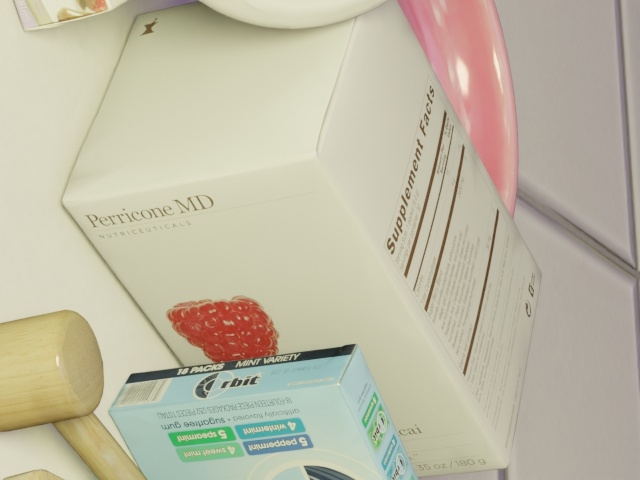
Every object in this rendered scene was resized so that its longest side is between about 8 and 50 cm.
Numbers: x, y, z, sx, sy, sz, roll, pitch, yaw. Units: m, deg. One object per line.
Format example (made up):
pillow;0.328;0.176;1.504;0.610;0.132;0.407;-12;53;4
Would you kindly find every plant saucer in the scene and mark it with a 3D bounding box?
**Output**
plant saucer;0.054;-0.122;1.483;0.332;0.084;0.332;33;53;-57

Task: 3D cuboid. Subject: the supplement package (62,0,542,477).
supplement package;0.000;0.000;1.227;0.293;0.177;0.175;57;35;-38

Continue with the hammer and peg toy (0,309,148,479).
hammer and peg toy;-0.082;0.221;1.001;0.266;0.127;0.361;43;37;-54

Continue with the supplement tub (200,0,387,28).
supplement tub;-0.033;-0.266;1.146;0.191;0.191;0.272;58;7;-38

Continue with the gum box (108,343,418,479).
gum box;-0.019;0.154;1.163;0.184;0.157;0.041;66;30;-28

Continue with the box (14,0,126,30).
box;-0.180;-0.282;1.092;0.067;0.063;0.324;-48;124;-59
